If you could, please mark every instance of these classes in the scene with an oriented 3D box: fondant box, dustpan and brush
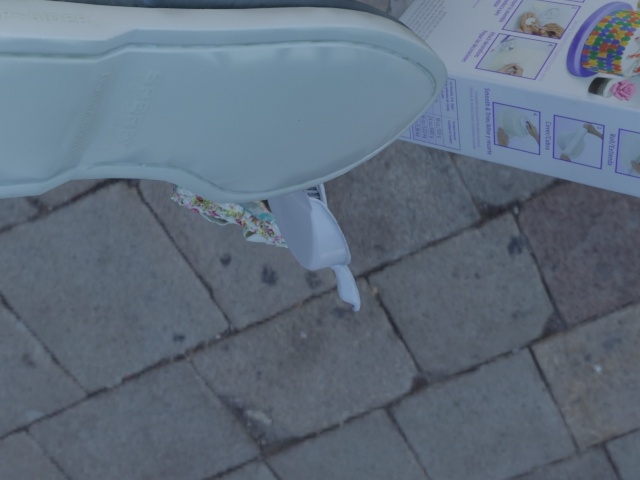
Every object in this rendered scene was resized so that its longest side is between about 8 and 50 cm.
[{"bbox_3d":[0.241,-0.160,0.817,0.330,0.238,0.096,16,141,27],"label":"fondant box"},{"bbox_3d":[0.000,0.000,0.980,0.060,0.147,0.211,-23,125,-16],"label":"dustpan and brush"}]

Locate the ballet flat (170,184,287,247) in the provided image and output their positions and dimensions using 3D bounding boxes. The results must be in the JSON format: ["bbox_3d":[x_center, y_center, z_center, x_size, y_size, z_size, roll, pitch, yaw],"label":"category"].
[{"bbox_3d":[-0.098,-0.042,1.274,0.241,0.091,0.077,29,124,-34],"label":"ballet flat"}]

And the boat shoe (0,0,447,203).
[{"bbox_3d":[-0.065,-0.082,0.390,0.319,0.099,0.116,-7,149,-46],"label":"boat shoe"}]
